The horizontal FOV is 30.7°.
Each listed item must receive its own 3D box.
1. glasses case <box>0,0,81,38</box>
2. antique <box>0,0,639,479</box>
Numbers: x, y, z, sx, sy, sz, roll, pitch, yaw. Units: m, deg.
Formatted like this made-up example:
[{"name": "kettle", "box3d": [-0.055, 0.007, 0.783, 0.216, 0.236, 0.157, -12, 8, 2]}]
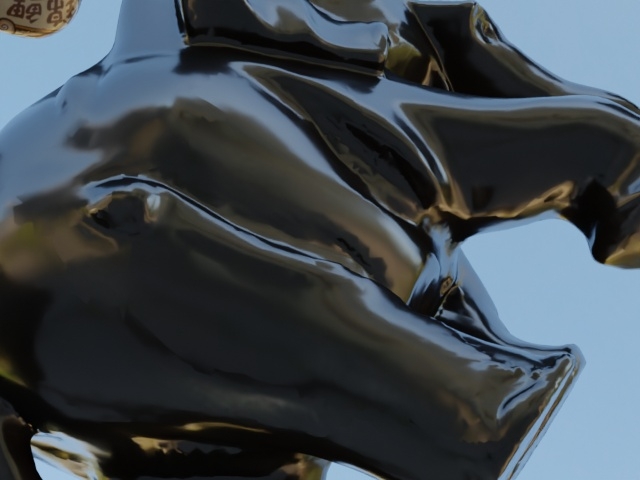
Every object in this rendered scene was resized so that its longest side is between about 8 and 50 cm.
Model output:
[{"name": "glasses case", "box3d": [-0.252, -0.349, 1.093, 0.122, 0.082, 0.321, 15, -83, -19]}, {"name": "antique", "box3d": [-0.009, -0.001, 0.476, 0.255, 0.322, 0.185, 33, -35, 19]}]
